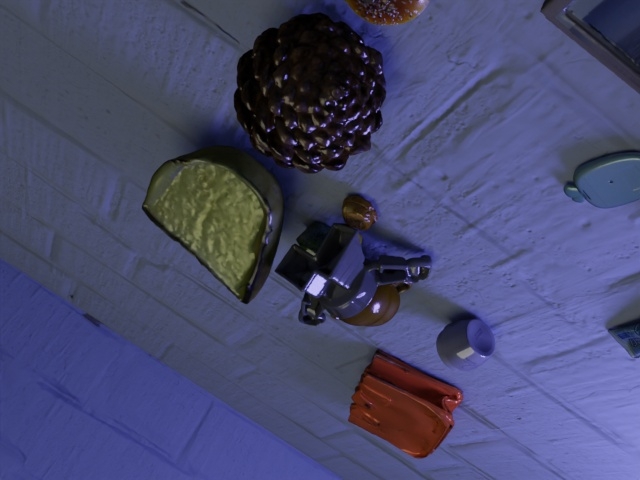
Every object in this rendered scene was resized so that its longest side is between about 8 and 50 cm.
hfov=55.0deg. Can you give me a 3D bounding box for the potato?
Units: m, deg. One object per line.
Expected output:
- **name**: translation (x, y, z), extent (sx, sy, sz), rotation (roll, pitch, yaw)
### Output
- **potato**: translation (-0.179, -0.087, 1.347), extent (0.330, 0.212, 0.280), rotation (41, 129, 1)

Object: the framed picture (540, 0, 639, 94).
- **framed picture**: translation (0.508, -0.292, 0.638), extent (0.326, 0.028, 0.446), rotation (35, 148, -8)

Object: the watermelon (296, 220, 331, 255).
- **watermelon**: translation (-0.003, -0.004, 1.430), extent (0.092, 0.072, 0.084), rotation (-29, 109, 11)

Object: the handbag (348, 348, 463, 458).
- **handbag**: translation (0.243, 0.509, 1.868), extent (0.304, 0.116, 0.410), rotation (23, 147, 10)

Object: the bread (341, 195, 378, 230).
- **bread**: translation (0.080, -0.057, 1.288), extent (0.083, 0.046, 0.081), rotation (42, 151, -22)

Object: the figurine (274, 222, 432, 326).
- **figurine**: translation (0.071, 0.101, 1.368), extent (0.343, 0.166, 0.285), rotation (-9, 146, 43)

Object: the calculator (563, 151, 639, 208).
- **calculator**: translation (0.455, -0.091, 0.962), extent (0.095, 0.021, 0.153), rotation (43, 142, -19)

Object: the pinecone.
- **pinecone**: translation (-0.029, -0.234, 0.971), extent (0.257, 0.243, 0.243), rotation (31, 154, 39)

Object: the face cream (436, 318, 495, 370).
- **face cream**: translation (0.336, 0.241, 1.425), extent (0.117, 0.117, 0.104), rotation (38, 140, -12)

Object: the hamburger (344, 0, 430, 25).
- **hamburger**: translation (0.086, -0.355, 0.839), extent (0.141, 0.081, 0.126), rotation (19, 146, 15)

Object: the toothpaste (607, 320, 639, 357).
- **toothpaste**: translation (0.642, 0.154, 1.131), extent (0.069, 0.047, 0.268), rotation (19, 152, -6)
